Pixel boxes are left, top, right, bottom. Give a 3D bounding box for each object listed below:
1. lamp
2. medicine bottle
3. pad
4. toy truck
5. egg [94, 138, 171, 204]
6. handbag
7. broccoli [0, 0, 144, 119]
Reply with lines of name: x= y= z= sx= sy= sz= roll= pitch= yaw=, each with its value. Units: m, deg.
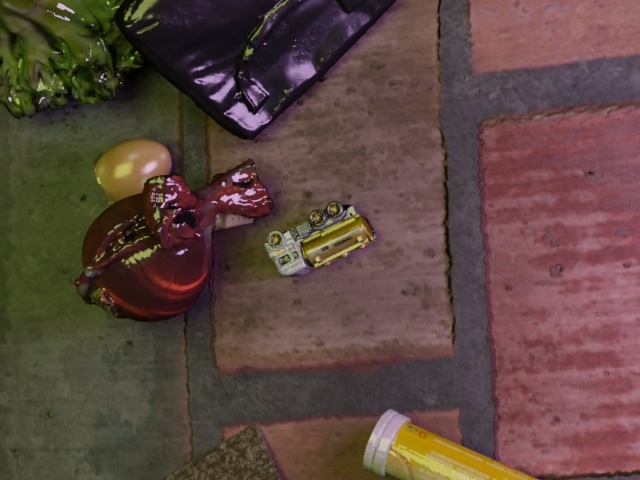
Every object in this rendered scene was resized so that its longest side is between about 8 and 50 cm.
lamp: x=-0.176 y=0.011 z=1.640 sx=0.223 sy=0.215 sz=0.151 roll=-23 pitch=87 yaw=38
medicine bottle: x=0.157 y=0.256 z=1.516 sx=0.218 sy=0.074 sz=0.074 roll=21 pitch=88 yaw=20
pad: x=-0.141 y=0.335 z=1.628 sx=0.235 sy=0.003 sz=0.158 roll=-33 pitch=59 yaw=12
toy truck: x=0.000 y=0.000 z=1.627 sx=0.123 sy=0.052 sz=0.063 roll=-27 pitch=79 yaw=12
egg: x=-0.226 y=-0.084 z=1.710 sx=0.096 sy=0.080 sz=0.080 roll=-27 pitch=72 yaw=-3
handbag: x=-0.073 y=-0.275 z=1.626 sx=0.275 sy=0.244 sz=0.088 roll=-45 pitch=29 yaw=6
broccoli: x=-0.330 y=-0.288 z=1.694 sx=0.248 sy=0.245 sz=0.288 roll=35 pitch=88 yaw=31
